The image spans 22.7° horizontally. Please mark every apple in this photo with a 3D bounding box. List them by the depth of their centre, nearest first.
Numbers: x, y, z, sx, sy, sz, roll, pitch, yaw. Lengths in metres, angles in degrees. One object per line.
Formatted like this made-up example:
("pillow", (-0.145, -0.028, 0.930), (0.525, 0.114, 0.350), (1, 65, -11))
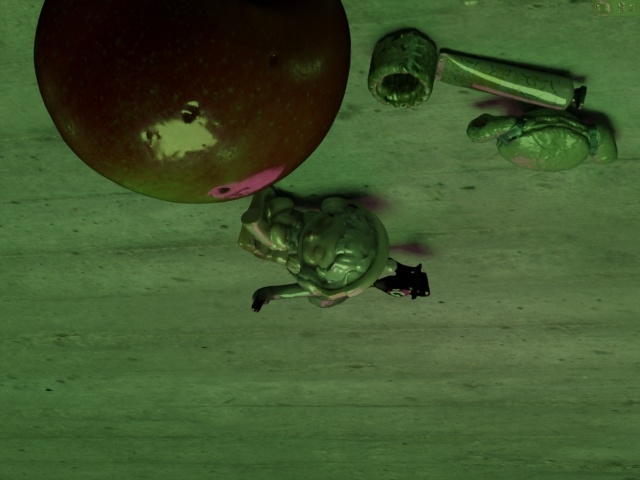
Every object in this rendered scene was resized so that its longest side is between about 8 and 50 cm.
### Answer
("apple", (-0.141, -0.212, 1.804), (0.348, 0.348, 0.277), (19, 135, -22))

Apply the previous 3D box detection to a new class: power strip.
("power strip", (0.328, -0.319, 1.781), (0.060, 0.027, 0.253), (2, 155, 14))

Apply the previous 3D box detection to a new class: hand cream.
("hand cream", (0.244, -0.202, 2.055), (0.194, 0.042, 0.067), (11, 157, 3))

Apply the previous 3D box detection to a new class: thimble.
("thimble", (0.105, -0.218, 2.035), (0.084, 0.062, 0.110), (10, 156, 0))

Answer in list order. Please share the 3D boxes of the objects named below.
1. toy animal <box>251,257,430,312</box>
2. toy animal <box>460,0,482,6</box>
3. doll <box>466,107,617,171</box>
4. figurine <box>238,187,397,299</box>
("toy animal", (0.015, 0.064, 2.574), (0.324, 0.090, 0.195), (-6, -174, -19))
("toy animal", (0.180, -0.357, 1.605), (0.138, 0.140, 0.282), (53, 160, 7))
("doll", (0.304, -0.135, 2.144), (0.214, 0.071, 0.103), (9, 157, -10))
("figurine", (0.001, 0.002, 2.451), (0.237, 0.162, 0.141), (20, 166, 19))
